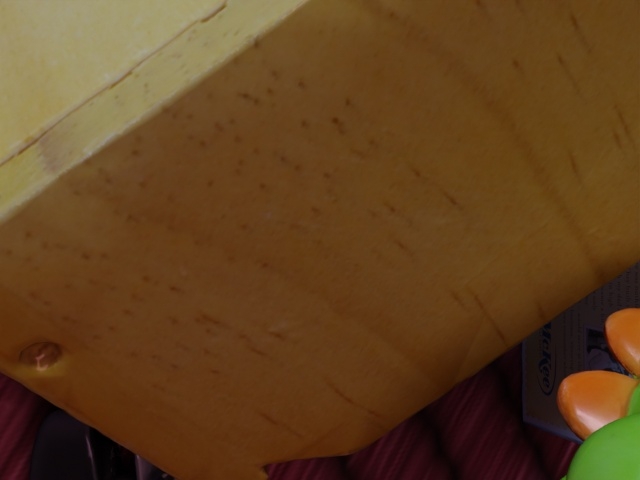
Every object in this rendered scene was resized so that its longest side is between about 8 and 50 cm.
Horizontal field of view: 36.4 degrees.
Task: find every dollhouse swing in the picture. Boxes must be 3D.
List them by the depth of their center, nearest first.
[{"bbox_3d":[-0.020,-0.131,0.452,0.346,0.305,0.315,-36,139,3],"label":"dollhouse swing"}]

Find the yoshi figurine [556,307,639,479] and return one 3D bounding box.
[{"bbox_3d":[0.270,0.093,0.410,0.362,0.203,0.204,-20,109,-20],"label":"yoshi figurine"}]

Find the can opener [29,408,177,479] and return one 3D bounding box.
[{"bbox_3d":[-0.091,0.219,0.529,0.093,0.074,0.281,-6,96,9],"label":"can opener"}]

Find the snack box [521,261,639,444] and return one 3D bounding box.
[{"bbox_3d":[0.196,-0.029,0.571,0.060,0.187,0.322,-4,96,-26],"label":"snack box"}]
